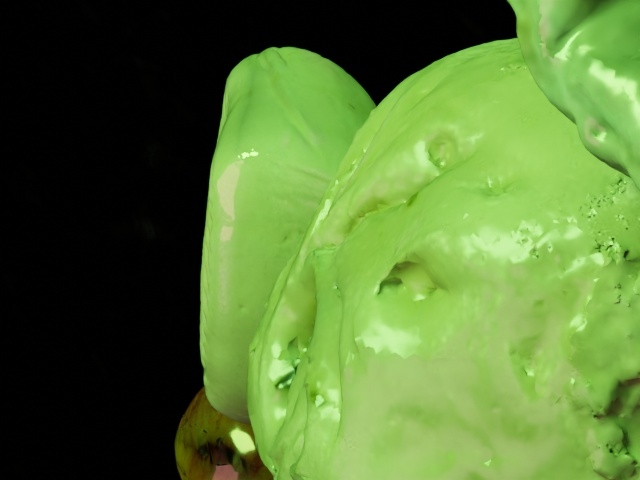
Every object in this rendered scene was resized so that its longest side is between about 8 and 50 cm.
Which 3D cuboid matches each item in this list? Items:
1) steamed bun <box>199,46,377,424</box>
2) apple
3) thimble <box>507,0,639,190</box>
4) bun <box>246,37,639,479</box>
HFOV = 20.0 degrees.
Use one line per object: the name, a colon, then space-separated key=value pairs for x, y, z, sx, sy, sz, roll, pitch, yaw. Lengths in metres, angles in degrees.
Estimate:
steamed bun: x=0.000 y=0.000 z=1.188 sx=0.170 sy=0.153 sz=0.238 roll=-90 pitch=6 yaw=-53
apple: x=-0.045 y=0.164 z=1.366 sx=0.146 sy=0.146 sz=0.146 roll=32 pitch=133 yaw=42
thimble: x=0.226 y=-0.132 z=0.742 sx=0.291 sy=0.195 sz=0.291 roll=32 pitch=133 yaw=43
bun: x=0.090 y=0.050 z=0.963 sx=0.362 sy=0.235 sz=0.326 roll=120 pitch=152 yaw=-55
